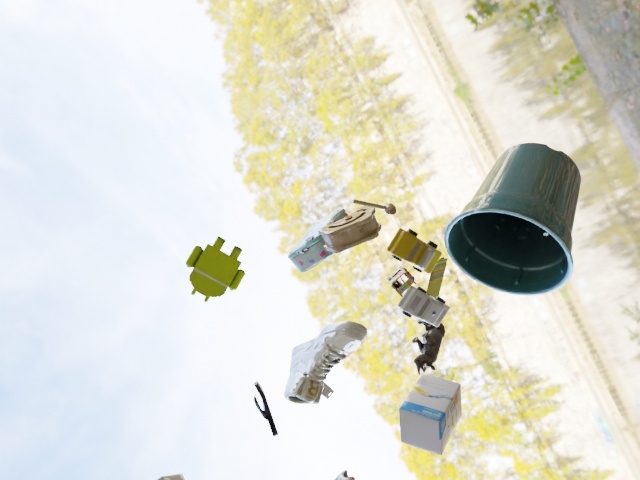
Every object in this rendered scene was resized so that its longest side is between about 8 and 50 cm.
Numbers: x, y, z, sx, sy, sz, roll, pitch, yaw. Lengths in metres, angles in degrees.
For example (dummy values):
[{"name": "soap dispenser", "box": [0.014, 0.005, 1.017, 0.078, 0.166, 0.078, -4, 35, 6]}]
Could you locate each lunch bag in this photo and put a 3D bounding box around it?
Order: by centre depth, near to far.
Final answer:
[{"name": "lunch bag", "box": [0.000, 0.000, 2.164, 0.108, 0.224, 0.279, 54, -141, -10]}]

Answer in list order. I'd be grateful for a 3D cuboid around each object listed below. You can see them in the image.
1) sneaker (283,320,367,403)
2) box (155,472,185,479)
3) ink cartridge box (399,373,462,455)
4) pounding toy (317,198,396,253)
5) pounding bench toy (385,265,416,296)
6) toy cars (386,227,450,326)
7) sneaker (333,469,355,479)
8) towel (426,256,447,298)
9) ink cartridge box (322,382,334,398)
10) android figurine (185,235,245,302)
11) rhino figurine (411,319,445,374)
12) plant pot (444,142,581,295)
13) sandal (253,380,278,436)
[{"name": "sneaker", "box": [0.010, 0.317, 1.379, 0.108, 0.292, 0.169, 28, -131, -18]}, {"name": "box", "box": [-0.494, 0.799, 1.733, 0.091, 0.130, 0.170, 58, 177, 21]}, {"name": "ink cartridge box", "box": [0.426, 0.661, 2.151, 0.233, 0.168, 0.171, -38, -51, -49]}, {"name": "pounding toy", "box": [0.115, -0.079, 1.881, 0.154, 0.270, 0.154, -104, -8, -72]}, {"name": "pounding bench toy", "box": [0.227, 0.108, 1.602, 0.052, 0.065, 0.083, 45, -177, -22]}, {"name": "toy cars", "box": [0.318, 0.130, 1.714, 0.087, 0.176, 0.393, 40, 150, 57]}, {"name": "sneaker", "box": [0.111, 0.962, 2.180, 0.057, 0.075, 0.161, 40, 179, -31]}, {"name": "towel", "box": [0.405, 0.178, 2.027, 0.102, 0.021, 0.237, -11, -63, -49]}, {"name": "ink cartridge box", "box": [0.015, 0.645, 2.428, 0.083, 0.048, 0.028, 38, 164, 15]}, {"name": "android figurine", "box": [-0.447, 0.127, 2.369, 0.248, 0.272, 0.056, 29, 172, -13]}, {"name": "rhino figurine", "box": [0.369, 0.360, 1.916, 0.106, 0.073, 0.243, 47, -136, -20]}, {"name": "plant pot", "box": [0.569, -0.079, 1.588, 0.341, 0.341, 0.334, 53, -128, -30]}, {"name": "sandal", "box": [-0.245, 0.734, 2.420, 0.097, 0.054, 0.254, 175, 76, -79]}]
